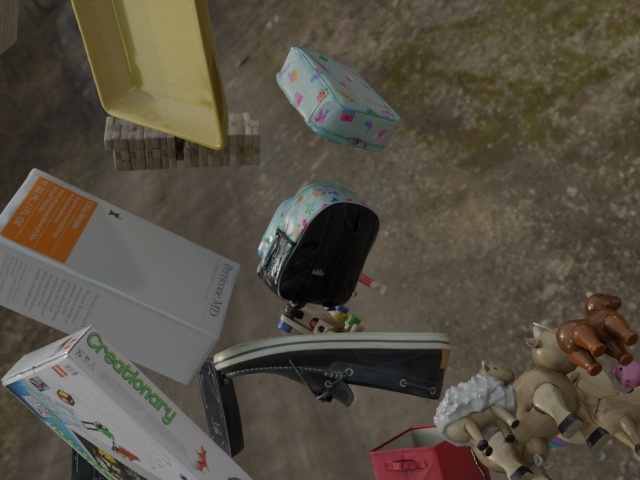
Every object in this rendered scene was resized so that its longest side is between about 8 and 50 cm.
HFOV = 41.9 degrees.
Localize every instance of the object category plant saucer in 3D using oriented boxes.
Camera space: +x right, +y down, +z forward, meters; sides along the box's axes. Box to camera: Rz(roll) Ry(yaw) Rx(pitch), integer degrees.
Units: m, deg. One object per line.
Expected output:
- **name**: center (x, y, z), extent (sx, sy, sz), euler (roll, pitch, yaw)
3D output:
- **plant saucer**: center (-0.306, -0.361, 1.562), extent (0.333, 0.332, 0.081), euler (20, 45, 30)

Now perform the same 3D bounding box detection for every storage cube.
- **storage cube**: center (0.252, 0.524, 1.848), extent (0.184, 0.193, 0.215), euler (-17, -4, 38)

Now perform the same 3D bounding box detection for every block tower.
- **block tower**: center (-0.306, -0.221, 1.874), extent (0.091, 0.336, 0.097), euler (-101, 12, -47)

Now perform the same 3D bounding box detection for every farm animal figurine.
- **farm animal figurine**: center (0.335, 0.214, 1.148), extent (0.327, 0.330, 0.172), euler (-37, 37, 2)

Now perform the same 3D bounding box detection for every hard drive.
- **hard drive**: center (-0.268, 0.437, 2.227), extent (0.054, 0.254, 0.172), euler (-12, 2, -26)

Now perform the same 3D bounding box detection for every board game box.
- **board game box**: center (-0.233, 0.243, 1.033), extent (0.193, 0.305, 0.053), euler (-23, 25, 45)

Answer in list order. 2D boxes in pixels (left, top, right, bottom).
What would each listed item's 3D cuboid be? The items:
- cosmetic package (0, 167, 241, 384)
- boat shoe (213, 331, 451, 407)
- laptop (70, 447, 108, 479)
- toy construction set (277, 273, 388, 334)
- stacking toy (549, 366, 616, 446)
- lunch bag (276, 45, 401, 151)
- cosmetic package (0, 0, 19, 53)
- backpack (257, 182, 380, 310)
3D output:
- **cosmetic package**: center (-0.406, 0.071, 1.620), extent (0.161, 0.453, 0.230), euler (-55, 15, 36)
- **boat shoe**: center (0.028, 0.272, 1.750), extent (0.187, 0.501, 0.155), euler (125, 145, -81)
- **laptop**: center (-0.516, 0.535, 1.990), extent (0.265, 0.136, 0.234), euler (-7, 75, 17)
- **toy construction set**: center (0.070, 0.223, 2.249), extent (0.237, 0.257, 0.309), euler (27, 67, 38)
- **stacking toy**: center (0.357, 0.303, 1.424), extent (0.141, 0.141, 0.330), euler (-62, 2, -28)
- **lunch bag**: center (0.043, -0.309, 1.864), extent (0.108, 0.224, 0.279), euler (-54, 47, 24)
- **cosmetic package**: center (-0.552, -0.336, 1.209), extent (0.183, 0.151, 0.151), euler (-62, 0, -43)
- **backpack**: center (0.000, 0.000, 1.815), extent (0.191, 0.225, 0.253), euler (49, 119, 44)
